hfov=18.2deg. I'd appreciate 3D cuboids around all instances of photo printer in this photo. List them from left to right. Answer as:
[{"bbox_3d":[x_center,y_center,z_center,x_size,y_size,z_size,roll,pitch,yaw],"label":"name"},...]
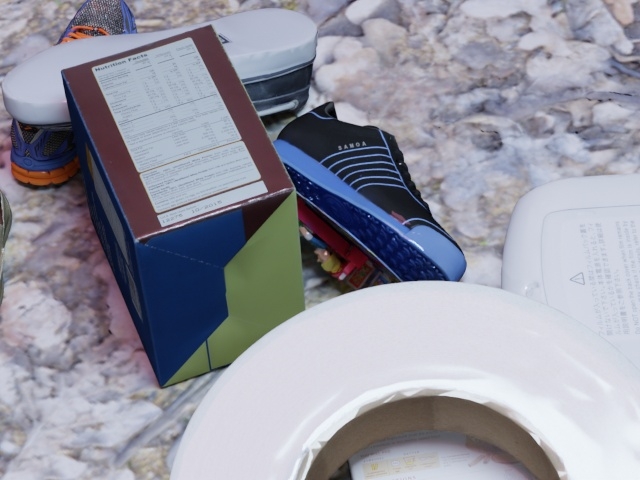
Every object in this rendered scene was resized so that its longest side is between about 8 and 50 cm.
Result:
[{"bbox_3d":[0.303,0.057,1.635,0.307,0.107,0.256,-4,51,-1],"label":"photo printer"}]

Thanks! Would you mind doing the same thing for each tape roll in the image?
[{"bbox_3d":[0.079,0.214,1.446,0.392,0.072,0.392,-2,62,3],"label":"tape roll"}]

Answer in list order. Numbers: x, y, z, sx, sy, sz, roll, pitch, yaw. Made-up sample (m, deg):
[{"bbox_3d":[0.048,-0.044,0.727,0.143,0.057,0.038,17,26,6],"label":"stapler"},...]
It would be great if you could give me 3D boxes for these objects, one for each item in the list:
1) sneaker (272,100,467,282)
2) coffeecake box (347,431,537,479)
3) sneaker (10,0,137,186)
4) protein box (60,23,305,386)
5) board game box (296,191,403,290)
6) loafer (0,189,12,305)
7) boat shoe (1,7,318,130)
[{"bbox_3d":[0.053,-0.045,1.745,0.232,0.081,0.090,37,67,29],"label":"sneaker"},{"bbox_3d":[0.098,0.200,1.549,0.142,0.068,0.185,-9,51,-2],"label":"coffeecake box"},{"bbox_3d":[-0.223,-0.152,1.839,0.083,0.087,0.221,10,52,9],"label":"sneaker"},{"bbox_3d":[-0.112,-0.029,1.660,0.136,0.200,0.201,-18,52,-11],"label":"protein box"},{"bbox_3d":[0.000,0.000,1.692,0.168,0.133,0.033,38,86,28],"label":"board game box"},{"bbox_3d":[-0.300,0.010,1.732,0.056,0.050,0.148,-2,51,1],"label":"loafer"},{"bbox_3d":[-0.139,-0.129,1.785,0.301,0.102,0.108,-17,38,-30],"label":"boat shoe"}]
